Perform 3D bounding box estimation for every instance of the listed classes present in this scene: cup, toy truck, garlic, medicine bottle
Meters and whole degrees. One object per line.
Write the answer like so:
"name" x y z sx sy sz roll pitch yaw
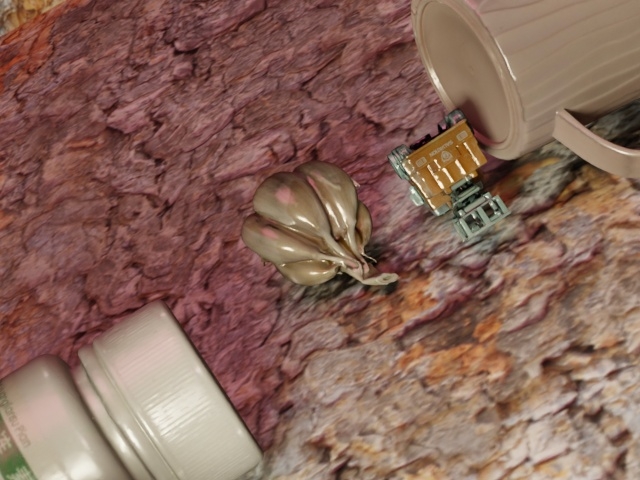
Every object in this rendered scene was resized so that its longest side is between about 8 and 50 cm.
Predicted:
"cup" 0.269 -0.198 1.942 0.273 0.288 0.208 -28 -1 -16
"toy truck" 0.131 -0.062 1.958 0.080 0.115 0.178 -33 2 -1
"garlic" 0.000 0.000 1.992 0.131 0.127 0.194 -34 44 -14
"medicine bottle" -0.237 0.215 1.737 0.340 0.208 0.208 -34 25 -4
